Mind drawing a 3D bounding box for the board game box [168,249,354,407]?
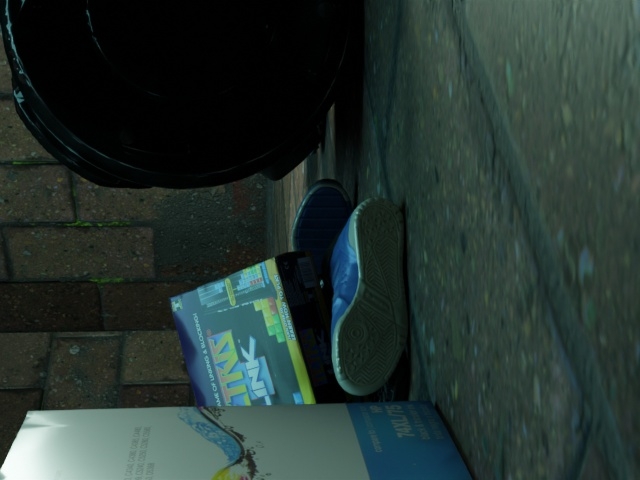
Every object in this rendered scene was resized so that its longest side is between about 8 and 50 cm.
[{"bbox_3d":[-0.047,0.108,0.907,0.141,0.048,0.170,-22,82,40],"label":"board game box"}]

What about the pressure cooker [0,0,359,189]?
[{"bbox_3d":[-0.156,-0.243,1.239,0.420,0.375,0.370,-139,50,-79],"label":"pressure cooker"}]

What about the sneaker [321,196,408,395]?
[{"bbox_3d":[0.032,0.048,0.856,0.084,0.058,0.152,133,141,-74],"label":"sneaker"}]

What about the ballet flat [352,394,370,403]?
[{"bbox_3d":[0.015,0.209,0.972,0.248,0.086,0.086,-81,-6,-62],"label":"ballet flat"}]

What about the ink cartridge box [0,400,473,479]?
[{"bbox_3d":[-0.051,0.221,0.639,0.197,0.270,0.198,-111,22,-76],"label":"ink cartridge box"}]

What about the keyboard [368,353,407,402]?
[{"bbox_3d":[0.048,0.102,0.916,0.180,0.023,0.108,-98,8,-60],"label":"keyboard"}]

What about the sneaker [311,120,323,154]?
[{"bbox_3d":[-0.056,-0.239,1.466,0.104,0.125,0.262,-105,15,-68],"label":"sneaker"}]

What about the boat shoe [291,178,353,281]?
[{"bbox_3d":[0.000,0.000,1.198,0.066,0.066,0.183,-88,4,-51],"label":"boat shoe"}]

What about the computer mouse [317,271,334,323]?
[{"bbox_3d":[-0.041,0.139,1.093,0.272,0.072,0.189,-44,-38,-64],"label":"computer mouse"}]
